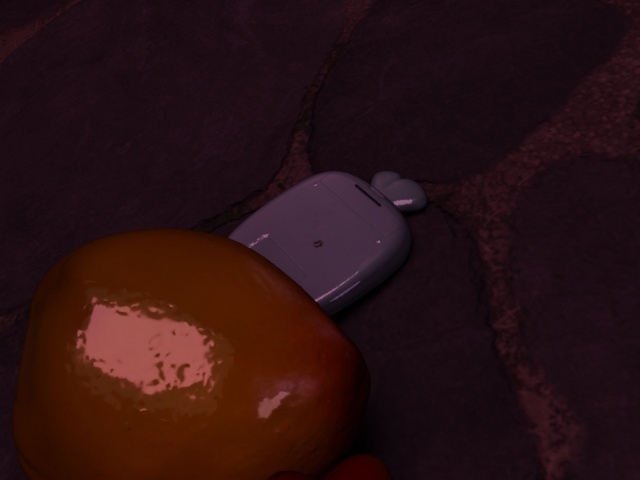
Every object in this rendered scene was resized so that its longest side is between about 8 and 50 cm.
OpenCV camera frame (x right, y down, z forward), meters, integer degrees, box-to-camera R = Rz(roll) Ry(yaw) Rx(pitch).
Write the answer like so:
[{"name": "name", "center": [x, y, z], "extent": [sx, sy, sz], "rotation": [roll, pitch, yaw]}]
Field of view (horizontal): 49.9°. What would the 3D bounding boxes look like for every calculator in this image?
[{"name": "calculator", "center": [0.000, 0.000, 0.829], "extent": [0.295, 0.042, 0.184], "rotation": [-35, 54, -17]}]

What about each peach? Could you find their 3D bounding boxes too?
[{"name": "peach", "center": [-0.120, 0.141, 0.638], "extent": [0.307, 0.289, 0.289], "rotation": [19, 56, -2]}]

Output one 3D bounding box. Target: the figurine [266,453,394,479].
[{"name": "figurine", "center": [0.020, 0.307, 0.451], "extent": [0.211, 0.269, 0.261], "rotation": [-45, 70, 2]}]
